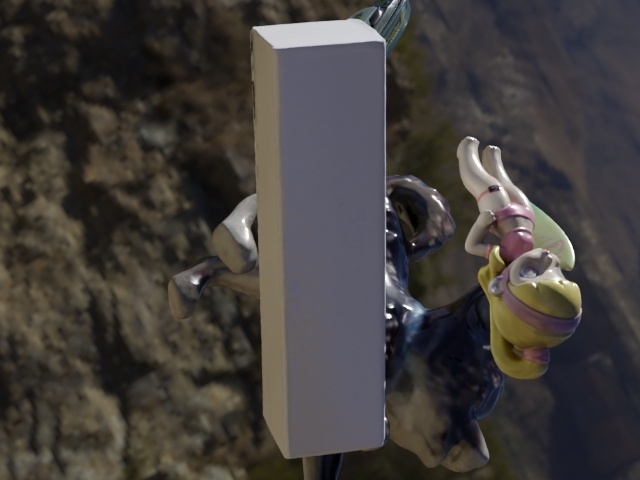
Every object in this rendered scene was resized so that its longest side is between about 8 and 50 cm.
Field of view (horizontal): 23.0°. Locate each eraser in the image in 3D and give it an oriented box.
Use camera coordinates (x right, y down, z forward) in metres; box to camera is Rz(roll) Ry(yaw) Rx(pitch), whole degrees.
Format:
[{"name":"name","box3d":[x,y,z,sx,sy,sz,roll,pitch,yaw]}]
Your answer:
[{"name":"eraser","box3d":[-0.001,0.000,1.098,0.076,0.078,0.298,-128,-145,-66]}]

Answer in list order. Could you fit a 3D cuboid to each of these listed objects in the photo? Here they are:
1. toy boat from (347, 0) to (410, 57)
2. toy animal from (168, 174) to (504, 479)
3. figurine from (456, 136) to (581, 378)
[{"name":"toy boat","box3d":[0.063,-0.235,1.728,0.060,0.055,0.141,52,49,-26]},{"name":"toy animal","box3d":[0.065,0.075,1.510,0.344,0.303,0.194,55,-37,25]},{"name":"figurine","box3d":[0.137,0.010,1.131,0.083,0.083,0.187,50,19,-56]}]
